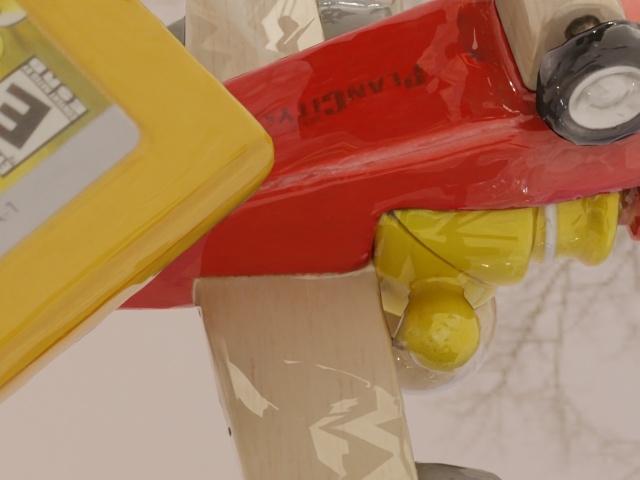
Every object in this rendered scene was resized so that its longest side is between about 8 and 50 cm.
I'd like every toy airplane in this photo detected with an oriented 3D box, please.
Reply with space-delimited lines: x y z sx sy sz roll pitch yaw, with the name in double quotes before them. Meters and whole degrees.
"toy airplane" 0.000 0.000 0.833 0.386 0.384 0.272 -55 -36 -20

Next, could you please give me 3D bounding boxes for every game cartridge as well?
"game cartridge" -0.225 -0.036 0.634 0.285 0.053 0.323 46 -117 6
